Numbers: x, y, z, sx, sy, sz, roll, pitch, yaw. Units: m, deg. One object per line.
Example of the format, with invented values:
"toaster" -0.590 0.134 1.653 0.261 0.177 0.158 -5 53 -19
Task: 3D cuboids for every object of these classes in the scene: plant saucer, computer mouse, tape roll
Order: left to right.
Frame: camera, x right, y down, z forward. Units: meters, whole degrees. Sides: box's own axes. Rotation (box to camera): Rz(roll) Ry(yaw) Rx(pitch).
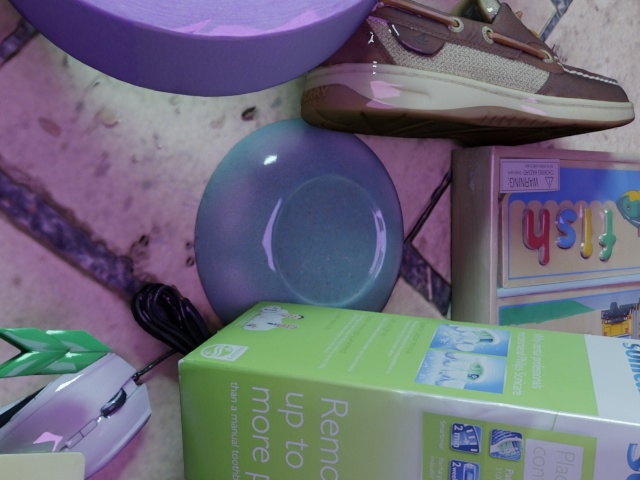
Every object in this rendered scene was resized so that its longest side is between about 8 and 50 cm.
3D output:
"computer mouse" -0.146 0.115 0.410 0.193 0.042 0.106 -36 111 -25
"tape roll" -0.071 -0.229 0.364 0.274 0.090 0.275 2 82 -15
"plant saucer" 0.000 0.000 0.496 0.194 0.037 0.195 -2 94 -32

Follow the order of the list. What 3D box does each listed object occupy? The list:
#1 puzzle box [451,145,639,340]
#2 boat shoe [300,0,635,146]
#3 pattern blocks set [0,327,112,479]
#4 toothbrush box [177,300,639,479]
"puzzle box" 0.305 0.043 0.673 0.408 0.052 0.272 -3 95 -31
"boat shoe" 0.138 -0.148 0.527 0.341 0.123 0.123 -2 90 -28
"pattern blocks set" -0.195 0.196 0.300 0.285 0.026 0.325 19 71 -30
"toothbrush box" 0.069 0.162 0.386 0.122 0.283 0.207 -35 127 -69
